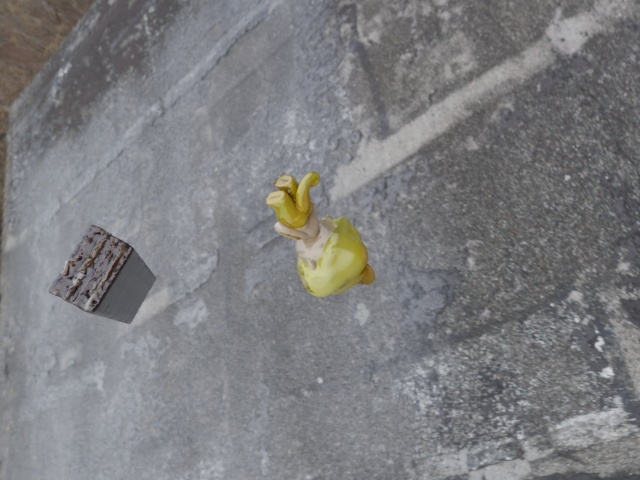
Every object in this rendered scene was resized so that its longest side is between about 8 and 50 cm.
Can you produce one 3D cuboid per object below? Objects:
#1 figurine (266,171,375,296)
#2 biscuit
[{"bbox_3d":[0.000,0.000,0.964,0.131,0.246,0.156,-5,50,35],"label":"figurine"},{"bbox_3d":[-0.334,0.069,0.957,0.107,0.073,0.388,-62,5,-14],"label":"biscuit"}]
